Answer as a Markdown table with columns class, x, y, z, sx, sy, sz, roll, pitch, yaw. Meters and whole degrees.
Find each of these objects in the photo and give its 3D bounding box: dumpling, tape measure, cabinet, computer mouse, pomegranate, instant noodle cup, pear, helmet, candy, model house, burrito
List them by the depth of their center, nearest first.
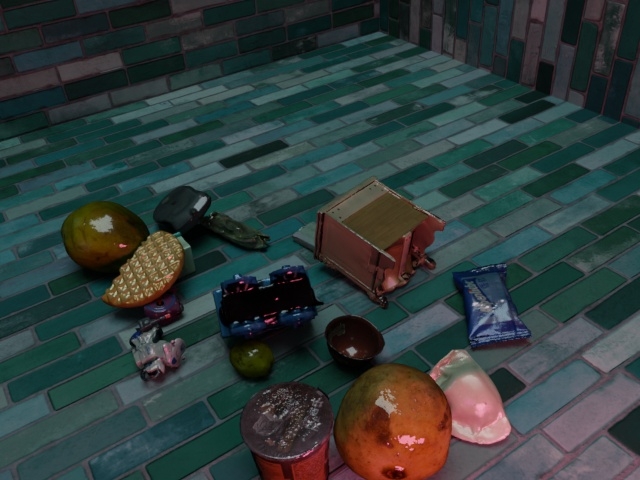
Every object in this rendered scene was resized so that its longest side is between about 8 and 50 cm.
| class | x | y | z | sx | sy | sz | roll | pitch | yaw |
| --- | --- | --- | --- | --- | --- | --- | --- | --- | --- |
| pomegranate | 0.166 | 0.428 | 1.417 | 0.281 | 0.281 | 0.281 | -3 | 37 | 2 |
| instant noodle cup | -0.069 | 0.478 | 1.425 | 0.217 | 0.207 | 0.217 | -3 | 35 | 2 |
| dumpling | 0.367 | 0.413 | 1.562 | 0.179 | 0.131 | 0.252 | -30 | 62 | -2 |
| pear | -0.194 | 0.331 | 1.720 | 0.131 | 0.107 | 0.107 | 24 | 44 | 19 |
| helmet | 0.096 | 0.303 | 1.725 | 0.175 | 0.106 | 0.155 | 19 | 41 | 22 |
| candy | 0.519 | 0.189 | 1.867 | 0.187 | 0.077 | 0.331 | -9 | 36 | 5 |
| tape measure | -0.500 | 0.212 | 1.938 | 0.125 | 0.074 | 0.118 | -10 | 37 | -15 |
| cabinet | 0.190 | 0.001 | 1.998 | 0.318 | 0.227 | 0.290 | 35 | 51 | 28 |
| pear | -0.747 | -0.013 | 2.116 | 0.321 | 0.269 | 0.269 | 16 | 40 | 13 |
| model house | -0.514 | 0.044 | 2.118 | 0.100 | 0.127 | 0.149 | -22 | 43 | -23 |
| burrito | -0.318 | -0.034 | 2.253 | 0.309 | 0.066 | 0.096 | 22 | 47 | 30 |
| computer mouse | -0.504 | -0.105 | 2.274 | 0.188 | 0.122 | 0.371 | -51 | 27 | -12 |

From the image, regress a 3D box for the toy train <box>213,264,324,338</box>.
| class | x | y | z | sx | sy | sz | roll | pitch | yaw |
| --- | --- | --- | --- | --- | --- | --- | --- | --- | --- |
| toy train | -0.152 | 0.182 | 1.775 | 0.300 | 0.265 | 0.188 | -12 | 80 | -11 |

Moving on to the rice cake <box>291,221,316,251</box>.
| class | x | y | z | sx | sy | sz | roll | pitch | yaw |
| --- | --- | --- | --- | --- | --- | --- | --- | --- | --- |
| rice cake | 0.000 | 0.000 | 2.199 | 0.211 | 0.038 | 0.124 | 25 | 46 | 34 |

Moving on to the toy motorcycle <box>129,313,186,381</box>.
| class | x | y | z | sx | sy | sz | roll | pitch | yaw |
| --- | --- | --- | --- | --- | --- | --- | --- | --- | --- |
| toy motorcycle | -0.477 | 0.310 | 1.785 | 0.150 | 0.102 | 0.221 | -29 | 42 | -11 |

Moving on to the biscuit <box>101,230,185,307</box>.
| class | x | y | z | sx | sy | sz | roll | pitch | yaw |
| --- | --- | --- | --- | --- | --- | --- | --- | --- | --- |
| biscuit | -0.547 | 0.096 | 1.958 | 0.204 | 0.040 | 0.309 | 15 | 56 | 27 |
